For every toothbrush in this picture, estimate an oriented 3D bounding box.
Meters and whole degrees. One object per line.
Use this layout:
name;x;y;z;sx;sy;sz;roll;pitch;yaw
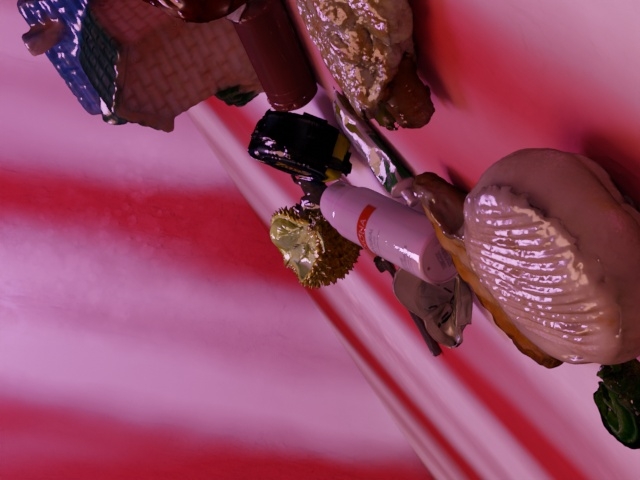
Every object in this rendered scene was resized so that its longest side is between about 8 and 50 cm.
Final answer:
toothbrush;0.198;0.149;2.110;0.297;0.031;0.030;58;-163;-23

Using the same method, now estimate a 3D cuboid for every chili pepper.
chili pepper;0.382;0.191;1.184;0.122;0.065;0.279;46;171;30

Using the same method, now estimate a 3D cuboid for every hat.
hat;0.196;0.099;1.637;0.166;0.122;0.081;30;-165;-17

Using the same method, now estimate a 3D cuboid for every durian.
durian;-0.001;-0.001;2.111;0.237;0.177;0.200;27;136;62

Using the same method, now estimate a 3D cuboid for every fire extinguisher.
fire extinguisher;-0.095;-0.352;1.624;0.105;0.105;0.269;46;168;45

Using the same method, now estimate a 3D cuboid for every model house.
model house;-0.402;-0.418;2.064;0.445;0.400;0.395;47;165;42

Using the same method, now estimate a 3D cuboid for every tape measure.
tape measure;-0.029;-0.176;1.759;0.199;0.112;0.186;18;177;-17

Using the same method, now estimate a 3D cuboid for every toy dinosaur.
toy dinosaur;-0.001;-0.122;1.950;0.187;0.087;0.179;65;156;7

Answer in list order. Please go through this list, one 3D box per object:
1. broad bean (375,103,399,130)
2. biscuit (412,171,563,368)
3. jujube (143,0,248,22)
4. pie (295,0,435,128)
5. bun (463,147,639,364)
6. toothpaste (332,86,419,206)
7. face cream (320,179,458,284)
broad bean;0.050;-0.260;1.361;0.254;0.046;0.065;58;-176;-20
biscuit;0.244;0.031;1.321;0.335;0.078;0.329;55;174;8
jujube;-0.242;-0.500;1.394;0.376;0.258;0.258;50;170;5
pie;0.032;-0.278;1.194;0.257;0.105;0.274;44;165;38
bun;0.259;0.015;0.963;0.239;0.141;0.239;50;164;21
toothpaste;0.087;-0.153;1.570;0.248;0.047;0.078;54;167;24
face cream;0.108;-0.024;1.617;0.346;0.102;0.102;29;152;55
